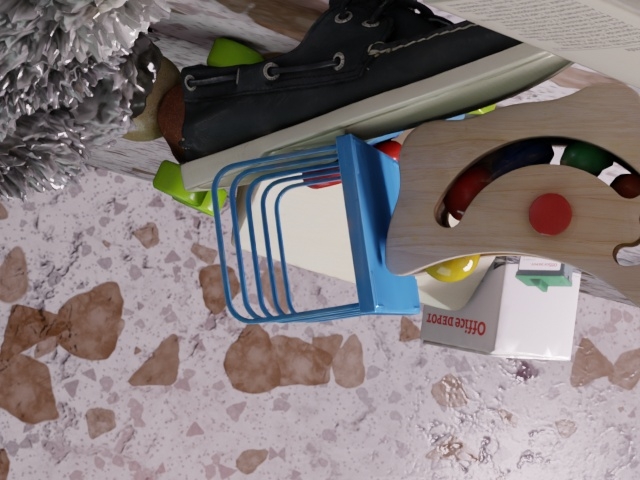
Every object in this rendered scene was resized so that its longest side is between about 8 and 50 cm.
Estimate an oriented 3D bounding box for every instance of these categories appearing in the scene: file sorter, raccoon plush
[{"bbox_3d":[0.000,0.000,1.032,0.104,0.118,0.170,-9,175,14],"label":"file sorter"},{"bbox_3d":[-0.234,-0.081,0.753,0.216,0.446,0.299,43,174,-4],"label":"raccoon plush"}]

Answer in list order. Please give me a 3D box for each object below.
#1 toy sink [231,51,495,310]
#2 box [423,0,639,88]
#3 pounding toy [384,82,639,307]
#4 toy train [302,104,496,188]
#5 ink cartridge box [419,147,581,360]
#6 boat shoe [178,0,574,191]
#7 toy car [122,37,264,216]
[{"bbox_3d":[0.052,-0.056,1.358,0.234,0.131,0.153,16,131,-11],"label":"toy sink"},{"bbox_3d":[0.196,-0.118,0.695,0.275,0.094,0.113,16,176,-28],"label":"box"},{"bbox_3d":[0.186,-0.020,1.011,0.269,0.154,0.155,-11,175,13],"label":"pounding toy"},{"bbox_3d":[0.084,-0.119,1.194,0.143,0.105,0.248,-9,-173,33],"label":"toy train"},{"bbox_3d":[0.181,0.003,1.420,0.092,0.220,0.160,8,179,-22],"label":"ink cartridge box"},{"bbox_3d":[0.026,-0.125,1.009,0.340,0.113,0.127,-17,173,43],"label":"boat shoe"},{"bbox_3d":[-0.162,-0.133,1.402,0.188,0.155,0.149,23,177,10],"label":"toy car"}]
